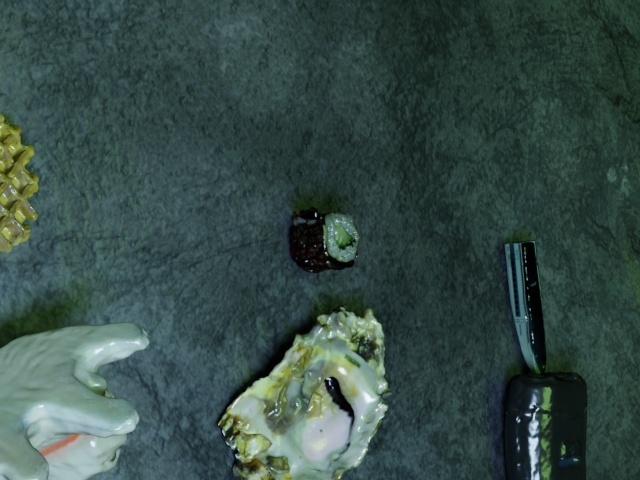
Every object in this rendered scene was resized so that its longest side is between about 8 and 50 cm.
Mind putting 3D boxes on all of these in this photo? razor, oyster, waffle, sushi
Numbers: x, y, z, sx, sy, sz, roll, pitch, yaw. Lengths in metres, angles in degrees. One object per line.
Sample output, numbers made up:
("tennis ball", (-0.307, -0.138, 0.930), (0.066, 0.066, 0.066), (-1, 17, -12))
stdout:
("razor", (0.397, 0.393, 2.249), (0.189, 0.107, 0.327), (5, 81, -46))
("oyster", (-0.009, 0.249, 1.877), (0.201, 0.107, 0.354), (47, 61, -3))
("waffle", (-0.411, -0.065, 1.550), (0.160, 0.046, 0.192), (11, 72, -45))
("sushi", (0.001, 0.001, 1.940), (0.098, 0.084, 0.094), (9, 78, -40))

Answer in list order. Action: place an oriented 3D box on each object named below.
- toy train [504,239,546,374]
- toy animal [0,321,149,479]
("toy train", (0.370, 0.127, 2.328), (0.055, 0.048, 0.252), (-7, 92, -52))
("toy animal", (-0.340, 0.251, 1.463), (0.266, 0.188, 0.308), (7, 43, -13))
